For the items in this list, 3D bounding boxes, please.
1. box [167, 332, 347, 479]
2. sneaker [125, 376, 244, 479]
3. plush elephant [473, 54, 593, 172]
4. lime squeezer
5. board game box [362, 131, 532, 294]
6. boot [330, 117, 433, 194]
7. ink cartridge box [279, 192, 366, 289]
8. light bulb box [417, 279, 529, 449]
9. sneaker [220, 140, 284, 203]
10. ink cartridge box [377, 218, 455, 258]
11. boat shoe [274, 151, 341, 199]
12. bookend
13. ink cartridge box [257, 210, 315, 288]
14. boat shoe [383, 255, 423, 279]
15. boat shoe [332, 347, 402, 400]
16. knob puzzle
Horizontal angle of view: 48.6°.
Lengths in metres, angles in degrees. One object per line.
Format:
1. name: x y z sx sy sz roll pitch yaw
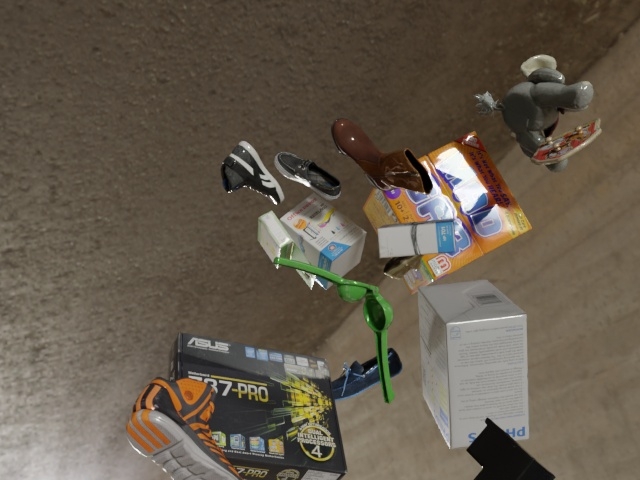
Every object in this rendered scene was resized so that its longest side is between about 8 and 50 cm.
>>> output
1. box: -0.150 0.390 1.619 0.395 0.318 0.097 15 126 -22
2. sneaker: -0.217 0.377 1.335 0.125 0.321 0.180 -25 -157 20
3. plush elephant: 0.645 -0.389 2.045 0.255 0.330 0.271 -30 135 -38
4. lime squeezer: 0.049 0.109 1.113 0.110 0.310 0.059 -42 -159 -13
5. board game box: 0.396 -0.077 2.323 0.356 0.356 0.356 -28 172 -9
6. boot: 0.163 -0.234 1.966 0.096 0.264 0.280 -37 -161 -14
7. ink cartridge box: 0.000 0.000 2.297 0.171 0.233 0.168 -39 155 -30
8. light bulb box: 0.424 0.337 2.013 0.225 0.360 0.358 -6 -167 -3
9. sneaker: -0.194 -0.152 1.895 0.121 0.079 0.217 -45 129 -14
10. ink cartridge box: 0.250 -0.006 1.825 0.191 0.082 0.139 -4 -175 11
11. boat shoe: -0.035 -0.206 2.122 0.080 0.229 0.076 -49 170 -31
12. bookend: 0.326 0.444 1.329 0.072 0.156 0.157 41 88 -24
13. ink cartridge box: -0.107 0.042 2.160 0.056 0.235 0.171 -30 163 -17
14. boat shoe: 0.264 0.057 2.047 0.072 0.068 0.190 33 141 -13
15. boat shoe: 0.117 0.397 2.147 0.258 0.089 0.109 -24 -161 -16
16. knob puzzle: 0.623 -0.251 1.819 0.213 0.030 0.213 -31 -166 8
